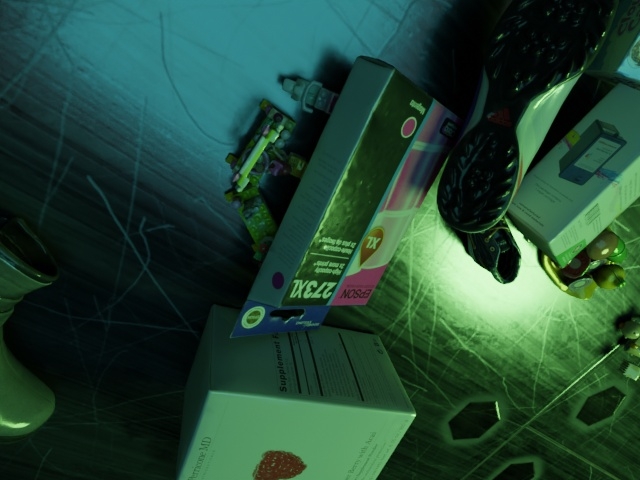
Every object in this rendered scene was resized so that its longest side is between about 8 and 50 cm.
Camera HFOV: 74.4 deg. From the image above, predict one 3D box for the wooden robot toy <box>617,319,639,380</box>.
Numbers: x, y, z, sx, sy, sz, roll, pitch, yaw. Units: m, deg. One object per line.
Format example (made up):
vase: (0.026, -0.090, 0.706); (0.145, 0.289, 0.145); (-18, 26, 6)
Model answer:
wooden robot toy: (0.640, 0.191, 0.854); (0.078, 0.076, 0.174); (25, 114, 14)

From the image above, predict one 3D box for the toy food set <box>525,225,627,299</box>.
toy food set: (0.449, 0.028, 0.705); (0.128, 0.071, 0.217); (-45, 118, 11)

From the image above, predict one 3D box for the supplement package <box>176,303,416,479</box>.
supplement package: (-0.045, 0.241, 0.637); (0.292, 0.175, 0.178); (14, 114, -19)

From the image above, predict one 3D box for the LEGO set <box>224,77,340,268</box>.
LEGO set: (-0.057, -0.050, 0.514); (0.132, 0.107, 0.287); (9, 112, -12)

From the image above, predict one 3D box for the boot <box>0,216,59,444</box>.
boot: (-0.411, 0.100, 0.518); (0.222, 0.118, 0.338); (-34, 124, 0)

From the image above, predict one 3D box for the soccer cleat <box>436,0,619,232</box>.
soccer cleat: (0.234, -0.163, 0.507); (0.108, 0.116, 0.319); (25, 108, 17)

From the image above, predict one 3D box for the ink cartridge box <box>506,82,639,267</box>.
ink cartridge box: (0.377, -0.081, 0.591); (0.212, 0.093, 0.154); (-47, 143, 14)

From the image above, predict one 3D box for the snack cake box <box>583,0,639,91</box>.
snack cake box: (0.470, -0.307, 0.504); (0.152, 0.089, 0.265); (19, 112, -5)

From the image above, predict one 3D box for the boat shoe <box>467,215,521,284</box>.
boat shoe: (0.252, -0.023, 0.624); (0.065, 0.083, 0.184); (-26, 120, 1)

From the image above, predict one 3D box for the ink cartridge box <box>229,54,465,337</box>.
ink cartridge box: (0.033, -0.015, 0.537); (0.175, 0.069, 0.371); (8, 116, -48)
